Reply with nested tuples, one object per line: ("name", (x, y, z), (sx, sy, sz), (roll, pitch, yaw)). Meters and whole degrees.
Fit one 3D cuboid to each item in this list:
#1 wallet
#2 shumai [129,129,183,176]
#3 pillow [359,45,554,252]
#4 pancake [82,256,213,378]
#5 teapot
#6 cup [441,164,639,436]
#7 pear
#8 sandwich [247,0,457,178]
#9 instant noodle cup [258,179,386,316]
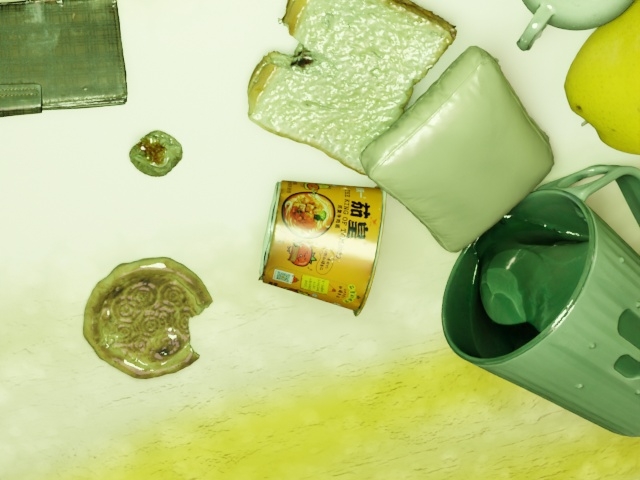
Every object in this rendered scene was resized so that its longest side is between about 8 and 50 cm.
("wallet", (-0.441, -0.261, 1.477), (0.317, 0.044, 0.169), (-7, 85, -8))
("shumai", (-0.251, -0.125, 1.588), (0.083, 0.080, 0.082), (5, 117, -14))
("pillow", (0.224, -0.129, 1.600), (0.255, 0.120, 0.322), (-43, 141, 6))
("pancake", (-0.291, 0.133, 1.741), (0.212, 0.029, 0.235), (4, 114, -10))
("teapot", (0.377, -0.403, 1.503), (0.193, 0.129, 0.294), (35, 106, 5))
("cup", (0.458, 0.100, 1.701), (0.392, 0.310, 0.401), (32, 109, -28))
("pear", (0.549, -0.269, 1.569), (0.285, 0.336, 0.285), (-9, 102, -49))
("sandwich", (0.036, -0.261, 1.562), (0.249, 0.095, 0.273), (22, 112, -17))
("instant noodle cup", (0.000, 0.000, 1.632), (0.172, 0.216, 0.215), (11, 114, -5))
